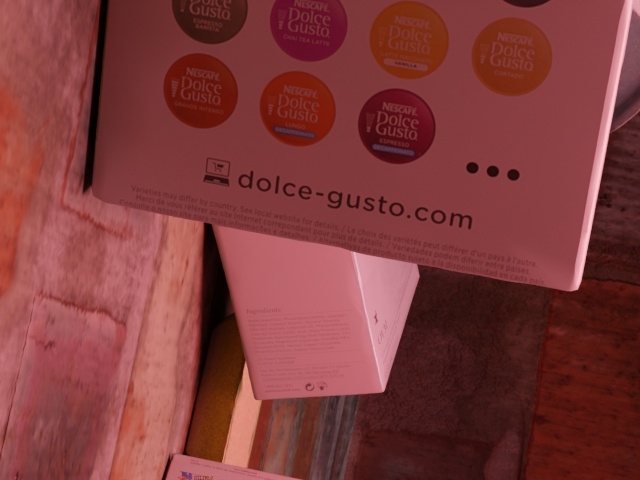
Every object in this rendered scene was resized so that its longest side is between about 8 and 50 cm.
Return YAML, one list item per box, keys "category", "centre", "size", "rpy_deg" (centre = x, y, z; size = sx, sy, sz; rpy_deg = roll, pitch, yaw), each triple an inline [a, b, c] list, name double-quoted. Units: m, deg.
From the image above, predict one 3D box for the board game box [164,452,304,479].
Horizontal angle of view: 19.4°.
- category: "board game box"
  centre: [-0.104, 0.361, 1.737]
  size: [0.142, 0.144, 0.275]
  rpy_deg: [92, 11, -53]

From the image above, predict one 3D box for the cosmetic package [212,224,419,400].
- category: "cosmetic package"
  centre: [0.000, 0.000, 1.829]
  size: [0.224, 0.138, 0.225]
  rpy_deg: [-68, 149, -58]

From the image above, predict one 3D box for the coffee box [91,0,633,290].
- category: "coffee box"
  centre: [0.055, -0.202, 1.332]
  size: [0.338, 0.337, 0.334]
  rpy_deg: [-61, 160, -68]

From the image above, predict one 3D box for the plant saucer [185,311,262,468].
- category: "plant saucer"
  centre: [-0.095, 0.165, 1.918]
  size: [0.188, 0.045, 0.188]
  rpy_deg: [69, 32, -78]

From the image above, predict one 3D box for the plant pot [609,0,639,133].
- category: "plant pot"
  centre: [0.164, -0.311, 1.804]
  size: [0.341, 0.334, 0.341]
  rpy_deg: [-53, -154, 40]
